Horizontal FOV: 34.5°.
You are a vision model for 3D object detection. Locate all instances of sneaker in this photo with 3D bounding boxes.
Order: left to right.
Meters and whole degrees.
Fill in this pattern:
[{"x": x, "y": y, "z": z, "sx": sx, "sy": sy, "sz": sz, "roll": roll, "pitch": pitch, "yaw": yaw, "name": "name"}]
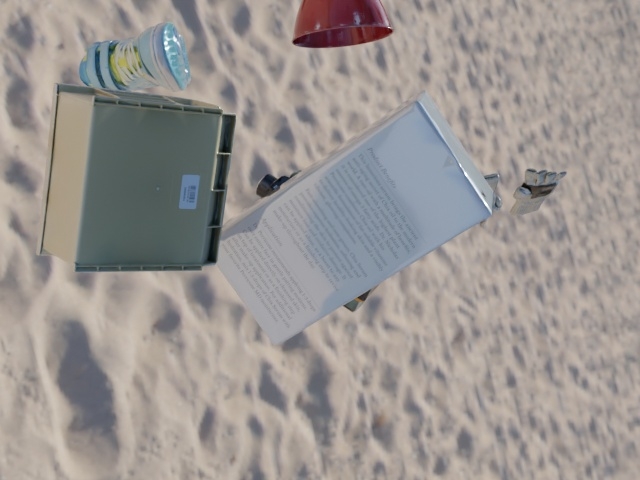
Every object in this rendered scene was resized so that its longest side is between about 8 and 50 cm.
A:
[{"x": -0.354, "y": -0.324, "z": 1.905, "sx": 0.319, "sy": 0.208, "sz": 0.127, "roll": -126, "pitch": -152, "yaw": -86, "name": "sneaker"}]

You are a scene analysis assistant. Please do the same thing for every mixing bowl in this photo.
[{"x": 0.034, "y": -0.404, "z": 1.811, "sx": 0.181, "sy": 0.181, "sz": 0.098, "roll": -5, "pitch": 89, "yaw": -65, "name": "mixing bowl"}]

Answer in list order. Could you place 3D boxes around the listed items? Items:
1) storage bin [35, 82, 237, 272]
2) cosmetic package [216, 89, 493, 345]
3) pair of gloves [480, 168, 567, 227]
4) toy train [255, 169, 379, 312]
[{"x": -0.277, "y": -0.092, "z": 1.582, "sx": 0.260, "sy": 0.123, "sz": 0.262, "roll": 1, "pitch": 103, "yaw": -39, "name": "storage bin"}, {"x": 0.050, "y": -0.039, "z": 1.796, "sx": 0.230, "sy": 0.453, "sz": 0.161, "roll": 56, "pitch": 18, "yaw": -8, "name": "cosmetic package"}, {"x": 0.408, "y": -0.089, "z": 2.270, "sx": 0.204, "sy": 0.240, "sz": 0.042, "roll": 108, "pitch": -32, "yaw": -60, "name": "pair of gloves"}, {"x": 0.000, "y": 0.000, "z": 2.092, "sx": 0.334, "sy": 0.190, "sz": 0.142, "roll": 32, "pitch": 43, "yaw": 11, "name": "toy train"}]
